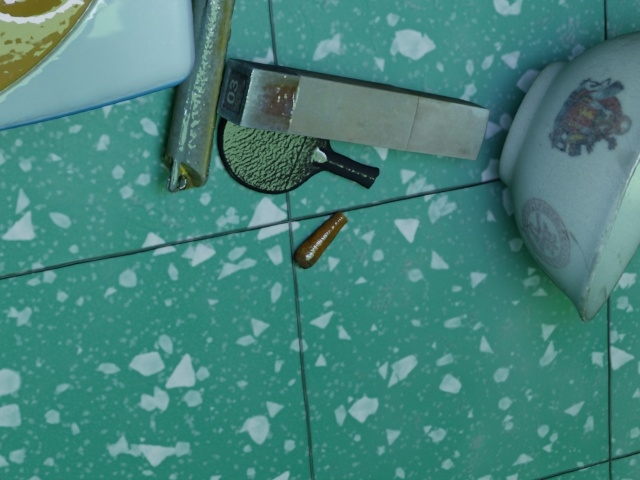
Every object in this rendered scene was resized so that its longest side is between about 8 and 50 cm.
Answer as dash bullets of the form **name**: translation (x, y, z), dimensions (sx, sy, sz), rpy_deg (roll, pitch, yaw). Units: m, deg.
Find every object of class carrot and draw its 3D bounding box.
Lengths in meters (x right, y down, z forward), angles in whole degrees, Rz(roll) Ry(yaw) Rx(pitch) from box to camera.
- **carrot**: translation (0.000, 0.000, 1.912), dimensions (0.093, 0.032, 0.032), rpy_deg (-47, 117, -6)

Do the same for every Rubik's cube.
- **Rubik's cube**: translation (-0.348, -0.320, 1.487), dimensions (0.347, 0.351, 0.352), rpy_deg (-15, 109, -17)

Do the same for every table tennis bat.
- **table tennis bat**: translation (-0.026, -0.122, 1.865), dimensions (0.236, 0.027, 0.150), rpy_deg (21, 98, -25)

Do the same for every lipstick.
- **lipstick**: translation (0.050, -0.168, 1.826), dimensions (0.371, 0.076, 0.079), rpy_deg (7, 103, -32)

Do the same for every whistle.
- **whistle**: translation (-0.150, -0.217, 1.763), dimensions (0.068, 0.057, 0.326), rpy_deg (-17, 122, -64)

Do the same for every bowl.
- **bowl**: translation (0.366, -0.124, 1.893), dimensions (0.196, 0.435, 0.435), rpy_deg (27, 97, 17)
